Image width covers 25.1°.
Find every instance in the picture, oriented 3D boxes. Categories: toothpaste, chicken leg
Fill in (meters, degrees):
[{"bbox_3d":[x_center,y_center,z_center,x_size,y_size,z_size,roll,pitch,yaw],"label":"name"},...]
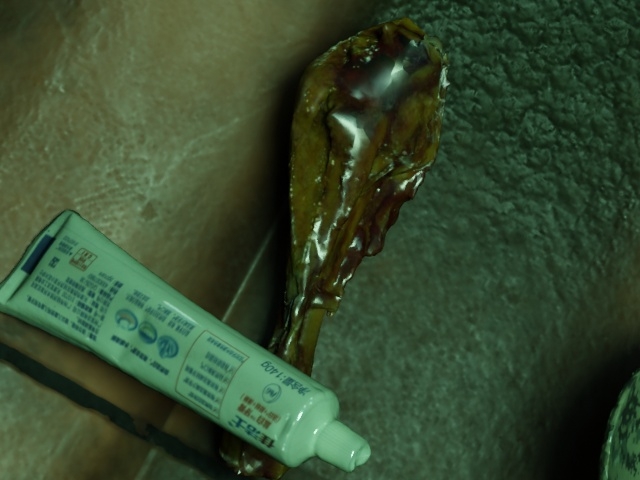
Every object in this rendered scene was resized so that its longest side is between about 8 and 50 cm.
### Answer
[{"bbox_3d":[-0.082,0.063,0.828,0.268,0.047,0.069,28,104,29],"label":"toothpaste"},{"bbox_3d":[0.000,0.000,0.888,0.093,0.113,0.304,16,77,21],"label":"chicken leg"}]

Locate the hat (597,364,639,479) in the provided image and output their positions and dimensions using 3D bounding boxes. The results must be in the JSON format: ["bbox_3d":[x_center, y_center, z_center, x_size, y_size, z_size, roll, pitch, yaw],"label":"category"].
[{"bbox_3d":[0.242,0.175,0.891,0.265,0.128,0.266,8,71,-25],"label":"hat"}]
